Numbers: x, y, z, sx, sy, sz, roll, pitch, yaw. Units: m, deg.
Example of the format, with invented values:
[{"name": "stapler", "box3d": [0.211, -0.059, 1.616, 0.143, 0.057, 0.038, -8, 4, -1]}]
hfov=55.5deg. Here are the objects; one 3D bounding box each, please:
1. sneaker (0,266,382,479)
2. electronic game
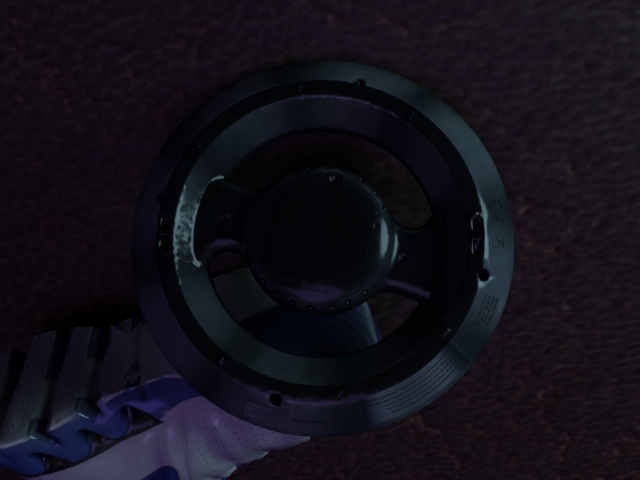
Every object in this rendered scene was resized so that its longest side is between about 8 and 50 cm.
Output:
[{"name": "sneaker", "box3d": [-0.094, 0.140, 0.478, 0.316, 0.127, 0.182, -14, 129, 6]}, {"name": "electronic game", "box3d": [0.000, 0.000, 0.368, 0.230, 0.048, 0.229, 0, 80, 3]}]
